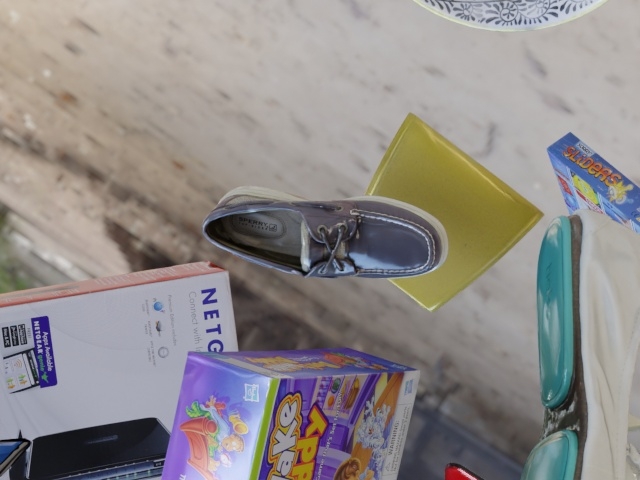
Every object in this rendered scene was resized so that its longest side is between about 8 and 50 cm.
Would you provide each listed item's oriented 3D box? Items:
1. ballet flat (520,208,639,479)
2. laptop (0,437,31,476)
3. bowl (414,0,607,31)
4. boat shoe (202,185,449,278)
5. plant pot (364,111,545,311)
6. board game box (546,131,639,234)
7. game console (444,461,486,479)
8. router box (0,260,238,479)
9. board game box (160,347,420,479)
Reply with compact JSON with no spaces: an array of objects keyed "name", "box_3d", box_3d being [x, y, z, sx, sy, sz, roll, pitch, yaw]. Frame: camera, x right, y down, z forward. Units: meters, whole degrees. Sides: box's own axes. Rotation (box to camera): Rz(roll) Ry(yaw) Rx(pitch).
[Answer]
[{"name":"ballet flat","box_3d":[0.238,0.165,1.259,0.139,0.400,0.139,8,159,3]},{"name":"laptop","box_3d":[-0.346,0.113,1.022,0.234,0.136,0.264,-7,132,3]},{"name":"bowl","box_3d":[0.102,-0.202,0.792,0.170,0.170,0.080,35,-150,-7]},{"name":"boat shoe","box_3d":[0.000,0.000,1.705,0.285,0.102,0.092,11,-155,20]},{"name":"plant pot","box_3d":[0.142,-0.023,1.974,0.212,0.187,0.212,38,180,2]},{"name":"board game box","box_3d":[0.318,-0.011,1.551,0.201,0.035,0.136,48,170,43]},{"name":"game console","box_3d":[0.165,0.214,1.090,0.144,0.085,0.124,31,-157,29]},{"name":"router box","box_3d":[-0.224,0.207,1.493,0.301,0.335,0.082,-10,-171,-17]},{"name":"board game box","box_3d":[-0.043,0.261,1.182,0.078,0.347,0.233,15,-175,31]}]
